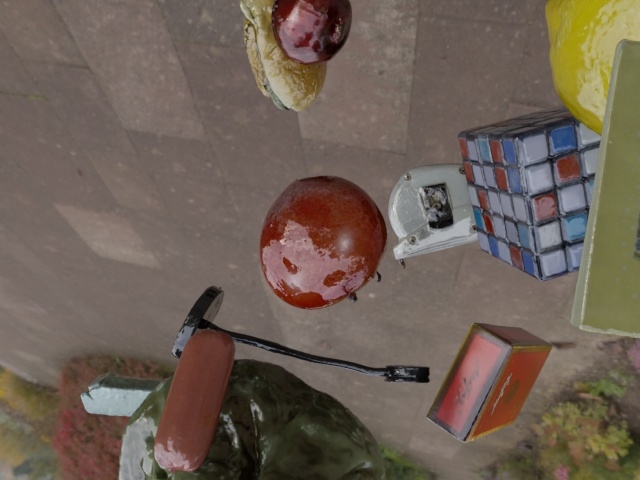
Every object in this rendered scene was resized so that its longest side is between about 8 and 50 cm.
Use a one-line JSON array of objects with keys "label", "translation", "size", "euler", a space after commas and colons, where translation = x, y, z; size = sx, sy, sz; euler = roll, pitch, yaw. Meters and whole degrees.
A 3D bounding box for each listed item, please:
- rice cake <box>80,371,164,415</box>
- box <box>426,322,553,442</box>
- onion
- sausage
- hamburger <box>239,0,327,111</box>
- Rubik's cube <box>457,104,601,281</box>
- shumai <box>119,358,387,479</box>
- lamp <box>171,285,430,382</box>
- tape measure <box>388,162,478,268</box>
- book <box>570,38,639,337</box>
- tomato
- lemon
[{"label": "rice cake", "translation": [-0.297, 0.269, 0.975], "size": [0.206, 0.063, 0.069], "euler": [6, -174, -3]}, {"label": "box", "translation": [0.262, 0.208, 0.854], "size": [0.074, 0.153, 0.239], "euler": [33, -170, 34]}, {"label": "onion", "translation": [-0.012, -0.329, 0.853], "size": [0.131, 0.131, 0.131], "euler": [12, 151, 6]}, {"label": "sausage", "translation": [-0.138, 0.175, 0.627], "size": [0.062, 0.154, 0.062], "euler": [10, 151, 5]}, {"label": "hamburger", "translation": [-0.062, -0.341, 0.997], "size": [0.135, 0.155, 0.208], "euler": [-7, 158, 8]}, {"label": "Rubik's cube", "translation": [0.484, -0.117, 1.153], "size": [0.286, 0.293, 0.292], "euler": [-16, -166, -5]}, {"label": "shumai", "translation": [-0.101, 0.361, 0.717], "size": [0.397, 0.324, 0.323], "euler": [22, -171, -1]}, {"label": "lamp", "translation": [-0.016, 0.136, 0.813], "size": [0.371, 0.109, 0.130], "euler": [7, 166, -3]}, {"label": "tape measure", "translation": [0.310, -0.077, 1.555], "size": [0.258, 0.265, 0.130], "euler": [-15, 177, 15]}, {"label": "book", "translation": [0.251, -0.019, 0.314], "size": [0.192, 0.168, 0.013], "euler": [8, -178, 6]}, {"label": "tomato", "translation": [0.000, 0.000, 0.682], "size": [0.167, 0.167, 0.167], "euler": [12, 151, 6]}, {"label": "lemon", "translation": [0.451, -0.260, 0.674], "size": [0.347, 0.348, 0.348], "euler": [12, 151, 6]}]
